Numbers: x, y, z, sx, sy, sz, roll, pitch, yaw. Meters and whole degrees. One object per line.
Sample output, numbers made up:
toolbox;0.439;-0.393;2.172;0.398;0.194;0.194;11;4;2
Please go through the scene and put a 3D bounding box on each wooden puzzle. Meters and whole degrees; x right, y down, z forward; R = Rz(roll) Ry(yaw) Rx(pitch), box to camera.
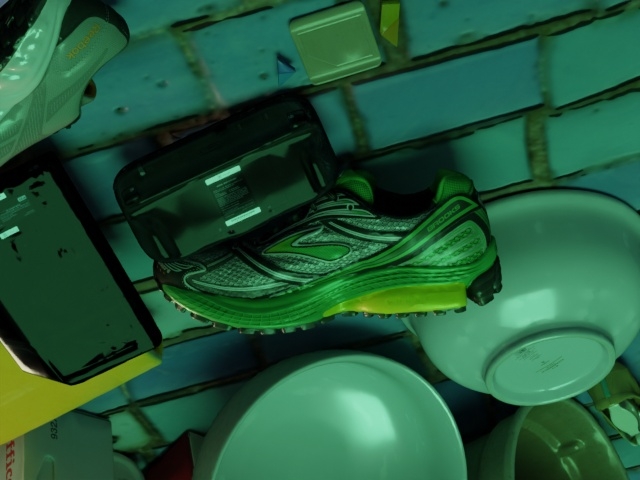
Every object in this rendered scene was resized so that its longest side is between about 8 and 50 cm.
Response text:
wooden puzzle;0.014;-0.172;1.092;0.116;0.014;0.079;-12;138;2

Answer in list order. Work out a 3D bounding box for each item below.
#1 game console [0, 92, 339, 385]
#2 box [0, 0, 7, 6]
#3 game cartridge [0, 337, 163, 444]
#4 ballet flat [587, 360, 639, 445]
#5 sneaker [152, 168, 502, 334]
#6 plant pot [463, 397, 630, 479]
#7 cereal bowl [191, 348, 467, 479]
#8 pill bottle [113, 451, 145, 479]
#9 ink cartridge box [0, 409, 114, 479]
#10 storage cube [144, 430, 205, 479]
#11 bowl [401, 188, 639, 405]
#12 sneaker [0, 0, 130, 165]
game console;-0.153;-0.010;1.164;0.361;0.044;0.213;-24;117;3
box;-0.364;-0.198;0.933;0.293;0.057;0.201;-33;138;26
game cartridge;-0.377;0.112;1.322;0.323;0.053;0.285;-26;135;23
ballet flat;0.403;0.230;1.645;0.080;0.073;0.232;-28;139;22
sneaker;0.000;0.000;1.245;0.343;0.134;0.146;-8;106;8
plant pot;0.216;0.398;1.654;0.305;0.334;0.333;-24;142;35
cereal bowl;-0.003;0.289;1.478;0.338;0.339;0.141;12;177;-27
pill bottle;-0.297;0.343;1.614;0.087;0.087;0.160;18;134;-32
ink cartridge box;-0.377;0.365;1.512;0.129;0.223;0.307;22;132;-35
storage cube;-0.134;0.389;1.615;0.183;0.215;0.193;21;127;-33
bowl;0.237;0.088;1.377;0.297;0.134;0.298;-7;142;-6
sneaker;-0.257;-0.106;1.046;0.108;0.100;0.271;17;135;-38
